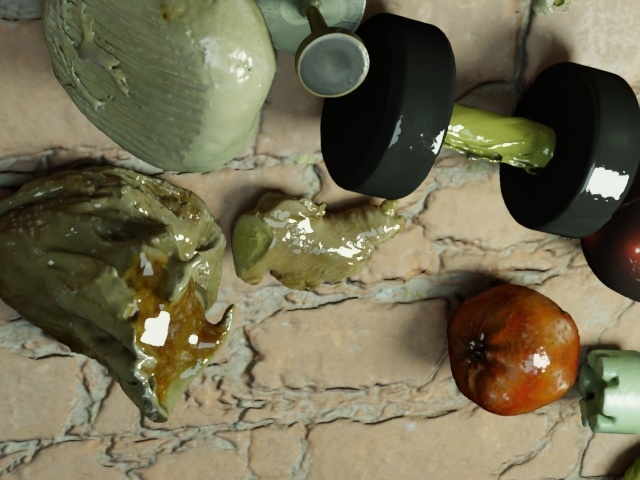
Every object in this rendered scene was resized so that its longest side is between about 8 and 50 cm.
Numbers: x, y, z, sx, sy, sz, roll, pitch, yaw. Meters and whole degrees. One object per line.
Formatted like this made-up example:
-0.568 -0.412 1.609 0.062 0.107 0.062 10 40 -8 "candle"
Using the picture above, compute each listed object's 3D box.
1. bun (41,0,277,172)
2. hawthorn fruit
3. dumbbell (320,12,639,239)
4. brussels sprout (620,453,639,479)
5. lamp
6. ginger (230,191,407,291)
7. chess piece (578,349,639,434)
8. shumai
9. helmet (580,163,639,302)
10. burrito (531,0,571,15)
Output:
-0.157 -0.202 1.243 0.168 0.272 0.273 -45 137 -31 "bun"
0.273 0.149 1.662 0.200 0.179 0.179 9 124 -36 "hawthorn fruit"
0.182 -0.126 1.404 0.322 0.204 0.204 11 123 -23 "dumbbell"
0.557 0.393 1.937 0.161 0.144 0.180 2 152 -40 "brussels sprout"
-0.008 -0.234 1.264 0.121 0.215 0.121 -6 127 -8 "lamp"
-0.002 0.004 1.539 0.213 0.074 0.137 0 126 -22 "ginger"
0.535 0.223 1.789 0.299 0.195 0.195 3 126 -6 "chess piece"
-0.245 0.078 1.410 0.314 0.262 0.267 15 121 -22 "shumai"
0.437 -0.015 1.583 0.189 0.193 0.216 21 148 -29 "helmet"
0.282 -0.337 1.372 0.058 0.045 0.188 -3 125 -22 "burrito"
